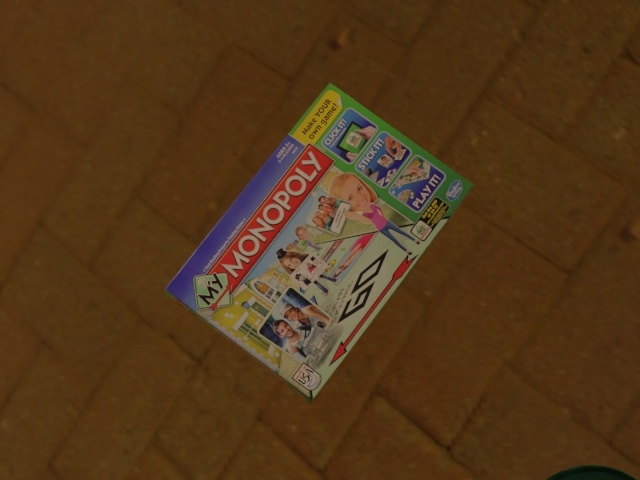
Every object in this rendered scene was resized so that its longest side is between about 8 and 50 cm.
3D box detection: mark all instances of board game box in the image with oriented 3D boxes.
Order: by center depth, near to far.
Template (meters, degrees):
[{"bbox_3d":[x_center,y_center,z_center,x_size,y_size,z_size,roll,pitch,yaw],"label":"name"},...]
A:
[{"bbox_3d":[0.000,0.000,1.496,0.213,0.046,0.317,36,78,6],"label":"board game box"}]

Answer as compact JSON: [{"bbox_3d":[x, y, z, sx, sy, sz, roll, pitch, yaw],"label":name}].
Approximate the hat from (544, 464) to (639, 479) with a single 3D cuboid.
[{"bbox_3d":[0.235,0.305,1.238,0.173,0.183,0.208,5,74,29],"label":"hat"}]
